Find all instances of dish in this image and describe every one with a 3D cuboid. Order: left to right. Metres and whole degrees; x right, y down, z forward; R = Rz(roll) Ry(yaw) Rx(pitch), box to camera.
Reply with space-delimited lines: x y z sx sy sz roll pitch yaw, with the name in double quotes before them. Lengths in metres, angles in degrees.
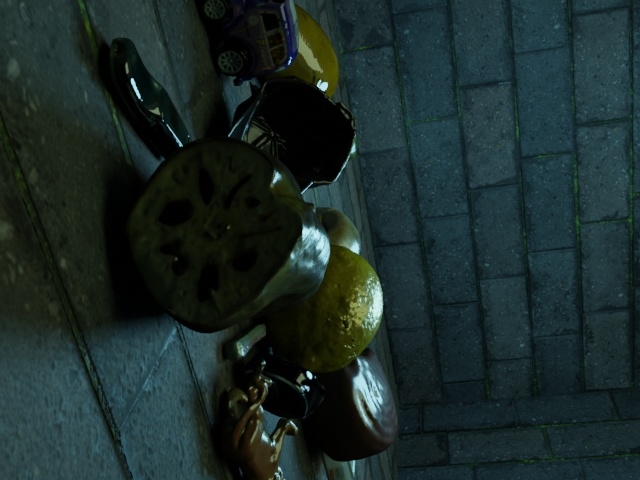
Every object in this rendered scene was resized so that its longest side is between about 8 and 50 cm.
"dish" 0.060 0.604 2.064 0.154 0.064 0.234 -82 163 -56

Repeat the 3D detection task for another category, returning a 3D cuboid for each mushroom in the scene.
"mushroom" 0.000 0.000 1.772 0.254 0.189 0.195 -86 168 -62

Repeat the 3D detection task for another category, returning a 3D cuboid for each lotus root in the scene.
"lotus root" -0.112 0.005 1.023 0.346 0.250 0.250 38 47 -77

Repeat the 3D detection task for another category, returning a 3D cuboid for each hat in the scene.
"hat" -0.112 -0.178 1.439 0.336 0.209 0.238 -41 114 -36

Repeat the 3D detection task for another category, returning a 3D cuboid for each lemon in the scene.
"lemon" 0.004 0.143 1.544 0.320 0.245 0.245 -65 150 -45

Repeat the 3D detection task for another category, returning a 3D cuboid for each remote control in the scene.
"remote control" -0.230 -0.183 1.008 0.222 0.042 0.072 67 17 -59

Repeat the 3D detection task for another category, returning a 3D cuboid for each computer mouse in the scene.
"computer mouse" -0.072 0.276 1.370 0.233 0.137 0.096 63 43 -68

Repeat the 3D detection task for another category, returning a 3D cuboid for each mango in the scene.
"mango" -0.069 -0.439 1.746 0.317 0.173 0.211 41 48 -57

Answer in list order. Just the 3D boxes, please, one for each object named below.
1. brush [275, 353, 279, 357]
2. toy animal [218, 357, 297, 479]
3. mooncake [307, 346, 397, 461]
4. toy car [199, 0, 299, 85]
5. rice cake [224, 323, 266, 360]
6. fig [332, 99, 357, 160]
"brush" -0.082 0.299 1.615 0.051 0.014 0.164 -28 112 -77
"toy animal" -0.106 0.350 1.235 0.157 0.097 0.312 -78 158 -44
"mooncake" 0.085 0.403 1.908 0.326 0.174 0.334 54 26 -41
"toy car" -0.128 -0.430 1.411 0.172 0.158 0.235 -85 165 -50
"rice cake" -0.133 0.182 1.350 0.207 0.033 0.033 -22 95 -81
"fig" 0.005 -0.318 2.118 0.233 0.167 0.167 58 16 -11
